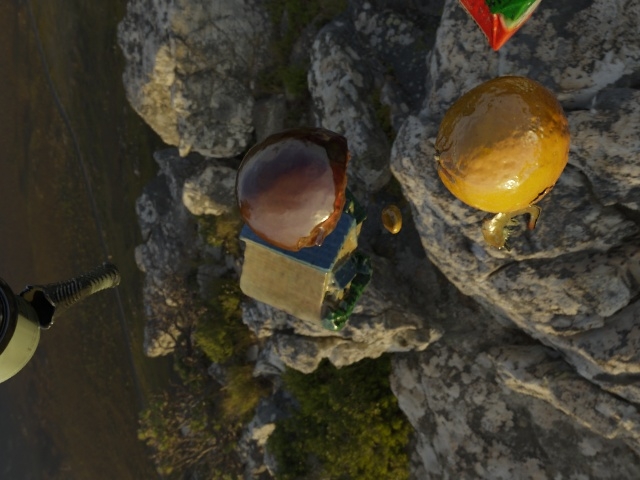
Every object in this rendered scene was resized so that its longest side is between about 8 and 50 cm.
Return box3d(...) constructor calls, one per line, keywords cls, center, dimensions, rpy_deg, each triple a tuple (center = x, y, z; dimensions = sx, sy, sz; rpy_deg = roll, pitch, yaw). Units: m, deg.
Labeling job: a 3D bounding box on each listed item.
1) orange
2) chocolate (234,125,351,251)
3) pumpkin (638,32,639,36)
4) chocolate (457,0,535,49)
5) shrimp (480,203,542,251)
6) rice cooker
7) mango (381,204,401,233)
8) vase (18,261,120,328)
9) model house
box3d(cls="orange", center=(0.288, -0.154, 0.739), dimensions=(0.219, 0.192, 0.220), rpy_deg=(175, 90, -68))
box3d(cls="chocolate", center=(-0.016, -0.055, 0.442), dimensions=(0.133, 0.127, 0.124), rpy_deg=(120, 141, -51))
box3d(cls="pumpkin", center=(0.565, -0.318, 0.647), dimensions=(0.146, 0.190, 0.191), rpy_deg=(-138, 50, -57))
box3d(cls="chocolate", center=(0.462, -0.752, 1.222), dimensions=(0.161, 0.341, 0.360), rpy_deg=(-36, 87, 8))
box3d(cls="shrimp", center=(0.543, -0.044, 1.289), dimensions=(0.173, 0.253, 0.058), rpy_deg=(-28, 56, 22))
box3d(cls="rice cooker", center=(-0.746, 0.188, 0.954), dimensions=(0.227, 0.241, 0.281), rpy_deg=(118, 142, -65))
box3d(cls="mango", center=(0.226, -0.066, 1.432), dimensions=(0.114, 0.057, 0.079), rpy_deg=(-95, 12, -53))
box3d(cls="vase", center=(-0.640, 0.127, 1.189), dimensions=(0.115, 0.237, 0.116), rpy_deg=(6, 108, 18))
box3d(cls="model house", center=(0.000, 0.000, 1.362), dimensions=(0.334, 0.382, 0.343), rpy_deg=(20, 117, 19))
